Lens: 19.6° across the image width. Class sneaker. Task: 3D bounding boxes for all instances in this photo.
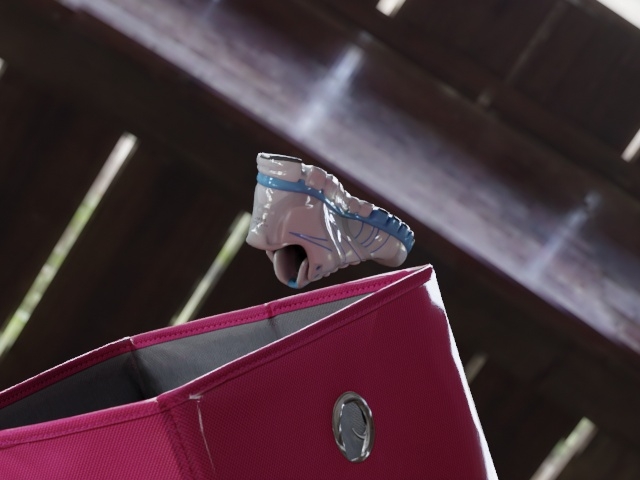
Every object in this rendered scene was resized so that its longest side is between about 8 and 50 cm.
[{"bbox_3d":[0.000,0.000,1.373,0.071,0.083,0.191,15,-7,36],"label":"sneaker"}]

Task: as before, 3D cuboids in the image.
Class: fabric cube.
[{"bbox_3d":[-0.059,0.186,1.021,0.254,0.259,0.258,-22,95,-53],"label":"fabric cube"}]
